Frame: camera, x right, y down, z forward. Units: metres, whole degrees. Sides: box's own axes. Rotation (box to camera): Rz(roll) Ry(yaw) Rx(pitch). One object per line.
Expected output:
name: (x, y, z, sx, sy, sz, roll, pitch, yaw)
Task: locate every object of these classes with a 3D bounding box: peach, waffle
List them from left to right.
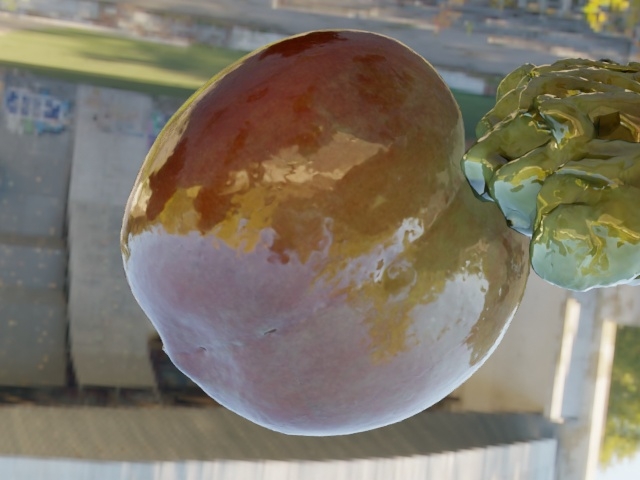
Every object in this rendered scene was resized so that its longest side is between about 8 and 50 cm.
peach: (0.000, 0.000, 0.740, 0.252, 0.252, 0.252, 6, 180, 0)
waffle: (0.212, -0.024, 0.529, 0.297, 0.073, 0.317, 10, -160, 4)
